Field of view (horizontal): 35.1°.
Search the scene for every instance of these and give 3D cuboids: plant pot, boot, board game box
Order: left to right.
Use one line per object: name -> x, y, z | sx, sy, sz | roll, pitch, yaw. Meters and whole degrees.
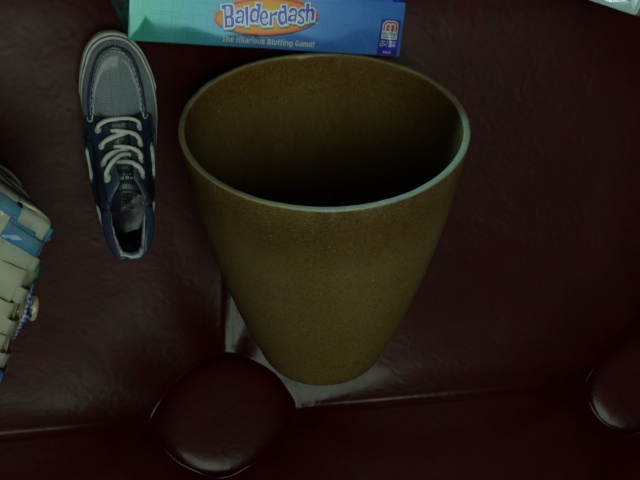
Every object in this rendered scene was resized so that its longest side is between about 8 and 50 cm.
boot -> -0.168, -0.081, 0.873 | 0.069, 0.086, 0.190 | -8, 115, -13
board game box -> -0.057, -0.192, 0.816 | 0.210, 0.160, 0.047 | 0, 113, -17
plant pot -> 0.000, 0.000, 0.901 | 0.237, 0.237, 0.254 | -9, 130, -13

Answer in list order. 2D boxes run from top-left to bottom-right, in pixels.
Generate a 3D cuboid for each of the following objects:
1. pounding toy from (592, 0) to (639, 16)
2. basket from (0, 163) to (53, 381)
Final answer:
pounding toy -> 0.248, -0.261, 0.899 | 0.100, 0.141, 0.130 | -3, 117, -46
basket -> -0.346, 0.055, 0.789 | 0.201, 0.255, 0.289 | 39, 87, -29
